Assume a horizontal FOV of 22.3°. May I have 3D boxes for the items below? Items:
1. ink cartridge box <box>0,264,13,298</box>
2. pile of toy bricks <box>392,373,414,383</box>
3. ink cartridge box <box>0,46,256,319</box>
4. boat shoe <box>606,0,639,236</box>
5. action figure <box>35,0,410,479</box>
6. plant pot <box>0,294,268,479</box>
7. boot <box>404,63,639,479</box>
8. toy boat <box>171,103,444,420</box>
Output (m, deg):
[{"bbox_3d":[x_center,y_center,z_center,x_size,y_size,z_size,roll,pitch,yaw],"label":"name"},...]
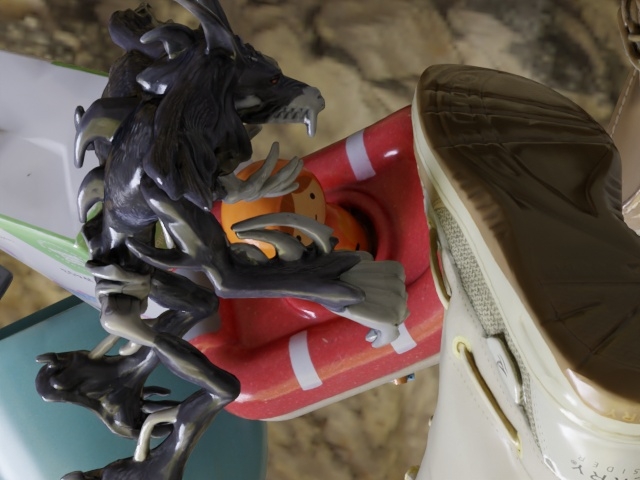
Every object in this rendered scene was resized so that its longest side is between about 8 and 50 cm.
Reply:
[{"bbox_3d":[-0.424,-0.018,1.489,0.275,0.239,0.060,35,-101,-14],"label":"ink cartridge box"},{"bbox_3d":[0.103,0.088,1.653,0.105,0.212,0.118,-64,-33,-84],"label":"pile of toy bricks"},{"bbox_3d":[-0.099,0.008,1.157,0.353,0.207,0.119,38,-106,-47],"label":"ink cartridge box"},{"bbox_3d":[0.267,-0.161,1.176,0.110,0.121,0.341,9,-64,-26],"label":"boat shoe"},{"bbox_3d":[-0.048,-0.001,0.731,0.141,0.164,0.275,-1,-52,-23],"label":"action figure"},{"bbox_3d":[-0.179,0.162,1.437,0.293,0.293,0.235,-28,-85,-48],"label":"plant pot"},{"bbox_3d":[0.080,0.057,0.737,0.095,0.262,0.203,2,-54,-17],"label":"boot"},{"bbox_3d":[0.000,0.000,0.925,0.151,0.231,0.151,35,-144,-53],"label":"toy boat"}]
